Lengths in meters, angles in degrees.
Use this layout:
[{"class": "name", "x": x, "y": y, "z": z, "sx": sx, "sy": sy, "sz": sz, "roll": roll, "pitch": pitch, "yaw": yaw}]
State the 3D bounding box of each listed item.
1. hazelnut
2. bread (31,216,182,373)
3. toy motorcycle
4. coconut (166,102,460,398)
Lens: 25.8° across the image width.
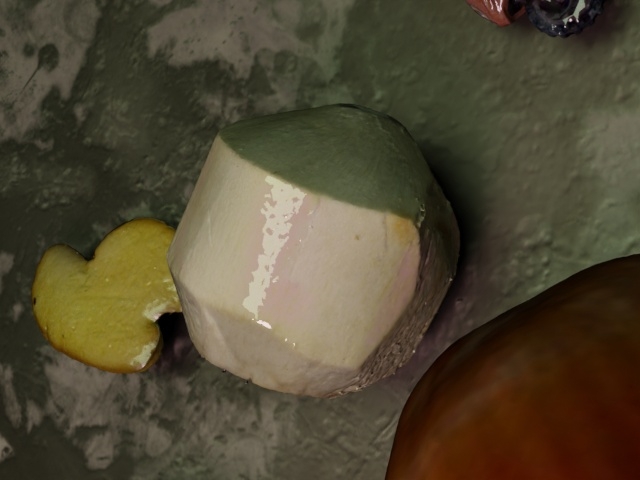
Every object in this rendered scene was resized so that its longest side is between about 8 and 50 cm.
[{"class": "hazelnut", "x": 0.190, "y": 0.191, "z": 0.872, "sx": 0.366, "sy": 0.366, "sz": 0.366, "roll": -6, "pitch": 78, "yaw": 33}, {"class": "bread", "x": -0.188, "y": 0.047, "z": 1.309, "sx": 0.187, "sy": 0.065, "sz": 0.149, "roll": 20, "pitch": 82, "yaw": 38}, {"class": "toy motorcycle", "x": 0.167, "y": -0.255, "z": 1.104, "sx": 0.118, "sy": 0.084, "sz": 0.212, "roll": -9, "pitch": 69, "yaw": 34}, {"class": "coconut", "x": -0.002, "y": 0.000, "z": 1.095, "sx": 0.241, "sy": 0.241, "sz": 0.241, "roll": -6, "pitch": 78, "yaw": 33}]
